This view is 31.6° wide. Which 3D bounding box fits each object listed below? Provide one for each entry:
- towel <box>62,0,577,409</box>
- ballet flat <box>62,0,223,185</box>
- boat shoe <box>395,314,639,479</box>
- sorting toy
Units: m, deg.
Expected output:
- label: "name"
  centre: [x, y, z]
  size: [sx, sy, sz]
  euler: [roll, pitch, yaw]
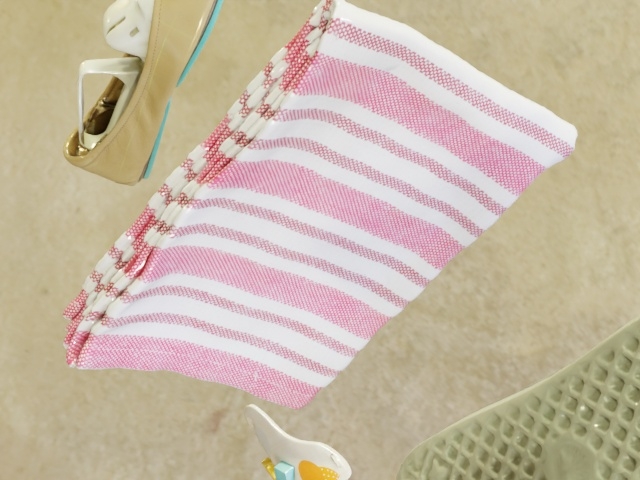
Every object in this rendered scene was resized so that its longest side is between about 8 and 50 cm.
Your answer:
- label: "towel"
  centre: [0.000, 0.000, 0.471]
  size: [0.197, 0.144, 0.029]
  euler: [-46, 46, 28]
- label: "ballet flat"
  centre: [-0.129, -0.124, 0.800]
  size: [0.080, 0.073, 0.232]
  euler: [-99, 28, -42]
- label: "boat shoe"
  centre: [0.251, 0.128, 0.682]
  size: [0.500, 0.156, 0.186]
  euler: [-34, 57, 46]
- label: "sorting toy"
  centre: [-0.020, 0.134, 0.713]
  size: [0.045, 0.083, 0.075]
  euler: [-41, 80, -9]
